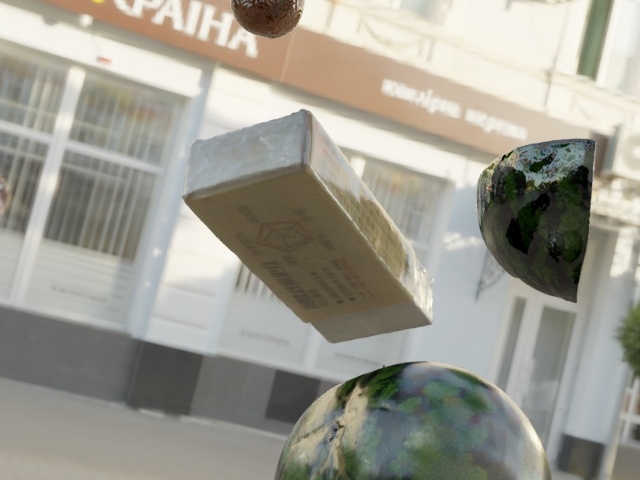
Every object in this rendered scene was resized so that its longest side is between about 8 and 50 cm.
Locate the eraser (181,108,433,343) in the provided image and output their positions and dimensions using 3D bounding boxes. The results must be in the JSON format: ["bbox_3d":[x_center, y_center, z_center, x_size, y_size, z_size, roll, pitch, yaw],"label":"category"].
[{"bbox_3d":[0.000,0.000,1.159,0.144,0.078,0.343,-13,-36,22],"label":"eraser"}]

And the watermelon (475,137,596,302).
[{"bbox_3d":[0.244,-0.036,1.257,0.145,0.193,0.137,9,17,15],"label":"watermelon"}]

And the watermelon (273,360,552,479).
[{"bbox_3d":[0.089,0.242,0.997,0.269,0.269,0.269,14,-5,1],"label":"watermelon"}]

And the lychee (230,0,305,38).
[{"bbox_3d":[-0.074,-0.336,1.455,0.101,0.114,0.140,27,-16,50],"label":"lychee"}]
